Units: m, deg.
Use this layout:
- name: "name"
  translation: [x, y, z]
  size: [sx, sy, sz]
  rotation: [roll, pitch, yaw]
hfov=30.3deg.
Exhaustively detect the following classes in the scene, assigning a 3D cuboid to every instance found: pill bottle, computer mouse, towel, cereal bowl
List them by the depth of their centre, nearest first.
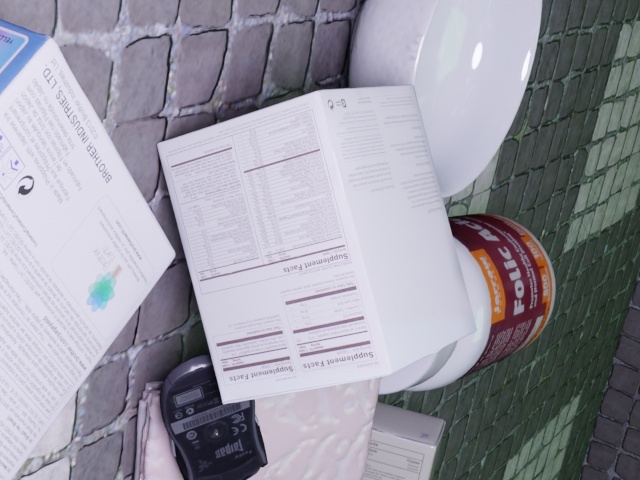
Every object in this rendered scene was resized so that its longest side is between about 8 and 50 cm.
- name: "computer mouse"
  translation: [-0.142, 0.230, 1.246]
  size: [0.184, 0.060, 0.262]
  rotation: [-23, 124, -7]
- name: "towel"
  translation: [-0.077, 0.285, 1.384]
  size: [0.317, 0.053, 0.332]
  rotation: [-7, 117, -33]
- name: "cereal bowl"
  translation: [0.134, -0.231, 1.426]
  size: [0.339, 0.141, 0.339]
  rotation: [-40, 140, -45]
- name: "pill bottle"
  translation: [0.157, 0.081, 1.608]
  size: [0.392, 0.224, 0.224]
  rotation: [-9, 117, -61]

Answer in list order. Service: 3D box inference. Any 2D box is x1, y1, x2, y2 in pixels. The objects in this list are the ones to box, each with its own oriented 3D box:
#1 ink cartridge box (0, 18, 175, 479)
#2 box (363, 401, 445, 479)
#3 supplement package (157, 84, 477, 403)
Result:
- name: "ink cartridge box"
  translation: [-0.301, 0.064, 0.816]
  size: [0.395, 0.151, 0.270]
  rotation: [-58, 151, -24]
- name: "box"
  translation: [0.080, 0.407, 1.752]
  size: [0.121, 0.148, 0.311]
  rotation: [-35, 139, -73]
- name: "supplement package"
  translation: [0.000, 0.000, 1.169]
  size: [0.199, 0.198, 0.263]
  rotation: [-15, 91, -58]
